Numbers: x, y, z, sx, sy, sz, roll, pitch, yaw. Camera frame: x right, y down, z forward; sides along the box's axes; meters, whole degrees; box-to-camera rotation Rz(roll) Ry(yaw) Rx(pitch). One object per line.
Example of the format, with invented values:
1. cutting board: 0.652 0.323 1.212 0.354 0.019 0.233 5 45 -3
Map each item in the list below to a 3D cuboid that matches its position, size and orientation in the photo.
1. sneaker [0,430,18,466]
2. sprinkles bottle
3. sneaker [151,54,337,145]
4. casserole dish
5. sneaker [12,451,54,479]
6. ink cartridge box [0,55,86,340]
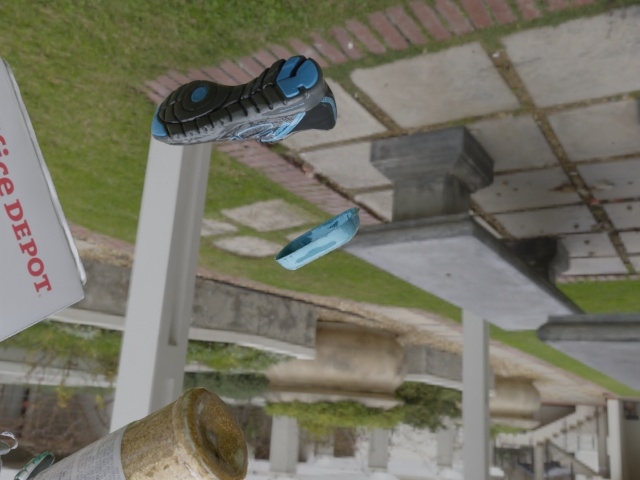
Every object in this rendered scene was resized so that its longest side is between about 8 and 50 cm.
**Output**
1. sneaker: -0.823 0.532 1.443 0.210 0.365 0.137 33 145 -14
2. sprinkles bottle: -0.257 0.295 0.770 0.356 0.121 0.121 -30 154 13
3. sneaker: -0.136 -0.208 1.177 0.341 0.124 0.139 -6 152 22
4. casserole dish: 0.000 0.000 1.241 0.188 0.037 0.114 -29 -168 23
5. sneaker: -0.463 0.414 1.057 0.076 0.166 0.065 38 155 -13
6. ink cartridge box: -0.471 0.003 0.647 0.166 0.285 0.395 9 -152 42
